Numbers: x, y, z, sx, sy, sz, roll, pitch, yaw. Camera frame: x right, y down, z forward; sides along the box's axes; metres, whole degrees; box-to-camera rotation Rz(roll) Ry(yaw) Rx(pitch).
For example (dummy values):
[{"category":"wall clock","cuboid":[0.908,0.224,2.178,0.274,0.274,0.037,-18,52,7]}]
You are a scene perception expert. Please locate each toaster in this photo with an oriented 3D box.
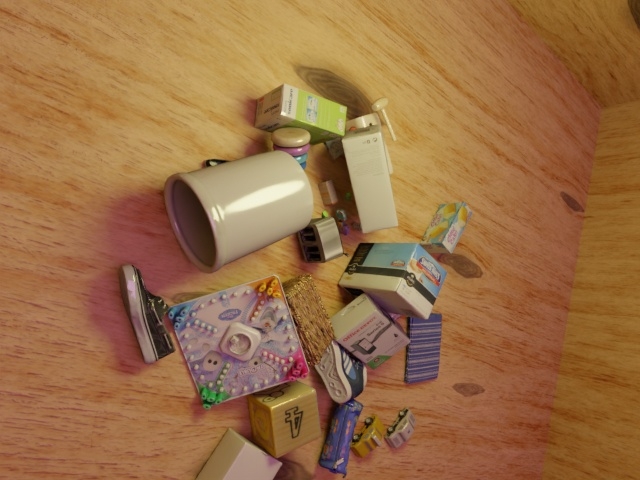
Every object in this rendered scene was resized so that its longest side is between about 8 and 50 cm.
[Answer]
[{"category":"toaster","cuboid":[0.000,0.000,1.747,0.110,0.186,0.167,-24,104,-37]}]

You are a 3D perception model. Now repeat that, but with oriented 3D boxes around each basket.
[{"category":"basket","cuboid":[-0.109,0.312,1.683,0.298,0.214,0.223,66,25,-9]}]

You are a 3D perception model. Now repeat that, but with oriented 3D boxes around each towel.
[{"category":"towel","cuboid":[0.510,0.528,2.202,0.244,0.040,0.335,4,90,-37]}]

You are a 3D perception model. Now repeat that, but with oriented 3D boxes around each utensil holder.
[{"category":"utensil holder","cuboid":[-0.264,-0.110,1.482,0.386,0.328,0.327,-24,104,-36]}]

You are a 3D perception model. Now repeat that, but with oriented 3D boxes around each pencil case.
[{"category":"pencil case","cuboid":[0.087,0.809,1.842,0.120,0.133,0.305,17,78,-1]}]

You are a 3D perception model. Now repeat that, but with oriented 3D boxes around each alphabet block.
[{"category":"alphabet block","cuboid":[-0.136,0.649,1.649,0.197,0.193,0.193,-10,94,-34]}]

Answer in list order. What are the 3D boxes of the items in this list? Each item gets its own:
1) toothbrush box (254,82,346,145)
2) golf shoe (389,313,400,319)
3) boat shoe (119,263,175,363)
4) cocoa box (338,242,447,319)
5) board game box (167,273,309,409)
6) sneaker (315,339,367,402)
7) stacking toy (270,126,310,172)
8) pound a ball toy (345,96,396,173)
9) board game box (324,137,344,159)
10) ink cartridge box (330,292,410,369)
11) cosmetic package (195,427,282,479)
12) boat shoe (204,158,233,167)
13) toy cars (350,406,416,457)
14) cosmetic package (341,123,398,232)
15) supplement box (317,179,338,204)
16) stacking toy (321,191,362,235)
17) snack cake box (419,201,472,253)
[{"category":"toothbrush box","cuboid":[-0.075,-0.467,1.680,0.284,0.206,0.121,7,85,-34]},{"category":"golf shoe","cuboid":[0.332,0.281,2.041,0.306,0.115,0.140,-39,95,-30]},{"category":"boat shoe","cuboid":[-0.546,0.224,1.410,0.119,0.121,0.334,-19,111,-30]},{"category":"cocoa box","cuboid":[0.298,0.158,1.856,0.231,0.347,0.227,41,67,-29]},{"category":"board game box","cuboid":[-0.275,0.353,1.516,0.391,0.050,0.389,-17,101,-3]},{"category":"sneaker","cuboid":[0.088,0.502,1.868,0.236,0.130,0.322,-2,68,-60]},{"category":"stacking toy","cuboid":[-0.106,-0.244,1.655,0.141,0.141,0.329,-24,130,-33]},{"category":"pound a ball toy","cuboid":[0.213,-0.418,1.881,0.136,0.208,0.318,-26,105,-33]},{"category":"board game box","cuboid":[0.066,-0.403,1.892,0.090,0.020,0.090,-40,111,-29]},{"category":"ink cartridge box","cuboid":[0.202,0.382,1.848,0.211,0.121,0.289,-40,125,9]},{"category":"cosmetic package","cuboid":[-0.327,0.878,1.535,0.197,0.155,0.365,47,65,-26]},{"category":"boat shoe","cuboid":[-0.343,-0.267,1.592,0.142,0.040,0.049,0,90,-35]},{"category":"toy cars","cuboid":[0.311,0.881,2.024,0.394,0.087,0.176,4,88,-35]},{"category":"cosmetic package","cuboid":[0.200,-0.248,1.777,0.157,0.217,0.384,-10,110,9]},{"category":"supplement box","cuboid":[0.032,-0.199,1.843,0.036,0.062,0.098,-26,105,-33]},{"category":"stacking toy","cuboid":[0.096,-0.075,1.856,0.167,0.052,0.221,-43,133,-28]},{"category":"snack cake box","cuboid":[0.623,-0.062,2.204,0.089,0.152,0.264,44,66,-26]}]
